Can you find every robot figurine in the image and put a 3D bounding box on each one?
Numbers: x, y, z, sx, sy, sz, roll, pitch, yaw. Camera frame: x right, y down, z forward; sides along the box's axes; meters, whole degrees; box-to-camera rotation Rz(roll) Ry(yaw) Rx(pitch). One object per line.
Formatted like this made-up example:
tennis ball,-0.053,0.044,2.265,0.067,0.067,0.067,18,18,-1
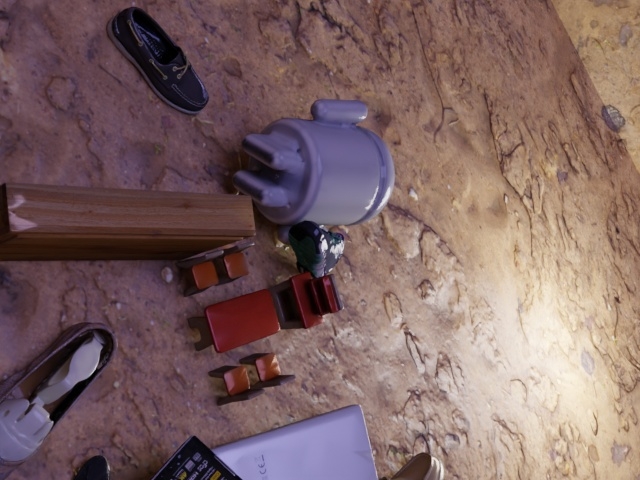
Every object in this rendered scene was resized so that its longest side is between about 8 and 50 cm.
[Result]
robot figurine,0.003,-0.129,1.702,0.353,0.199,0.300,0,117,-44

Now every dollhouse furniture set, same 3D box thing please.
dollhouse furniture set,-0.098,0.128,1.572,0.259,0.135,0.262,-16,89,-46

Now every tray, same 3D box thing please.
tray,-0.322,-0.019,1.349,0.410,0.202,0.076,0,79,-44

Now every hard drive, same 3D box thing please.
hard drive,-0.044,0.430,1.555,0.318,0.040,0.210,-10,85,-33

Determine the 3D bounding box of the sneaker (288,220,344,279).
sneaker,0.000,0.000,1.663,0.083,0.224,0.098,40,72,16

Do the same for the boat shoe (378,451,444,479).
boat shoe,0.136,0.508,1.711,0.302,0.109,0.098,-44,110,-37

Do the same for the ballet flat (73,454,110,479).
ballet flat,-0.348,0.407,1.316,0.049,0.057,0.173,70,27,-65

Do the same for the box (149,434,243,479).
box,-0.200,0.483,1.276,0.257,0.079,0.322,43,51,1

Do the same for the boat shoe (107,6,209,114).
boat shoe,-0.277,-0.317,1.579,0.228,0.068,0.081,44,51,-26

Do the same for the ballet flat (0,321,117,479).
ballet flat,-0.403,0.226,1.266,0.108,0.106,0.316,51,49,-21
